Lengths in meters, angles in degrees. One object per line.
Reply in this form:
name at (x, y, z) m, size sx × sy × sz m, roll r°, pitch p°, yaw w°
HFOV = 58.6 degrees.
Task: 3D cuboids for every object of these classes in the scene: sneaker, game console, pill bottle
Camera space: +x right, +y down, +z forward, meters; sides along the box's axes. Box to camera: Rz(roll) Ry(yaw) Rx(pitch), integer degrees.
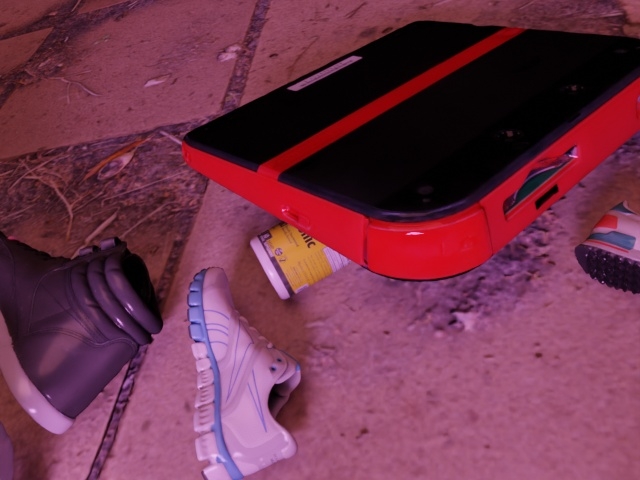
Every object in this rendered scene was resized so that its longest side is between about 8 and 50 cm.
sneaker at (-0.260, 0.040, 0.574) m, size 0.147 × 0.104 × 0.296 m, roll -38°, pitch 52°, yaw -16°
sneaker at (-0.060, 0.098, 0.466) m, size 0.083 × 0.071 × 0.190 m, roll -16°, pitch 53°, yaw -1°
game console at (0.101, -0.125, 0.566) m, size 0.387 × 0.060 × 0.342 m, roll -34°, pitch 39°, yaw -28°
pill bottle at (0.000, 0.000, 0.526) m, size 0.116 × 0.065 × 0.065 m, roll -29°, pitch 45°, yaw -6°
sneaker at (0.274, 0.013, 0.406) m, size 0.161 × 0.057 × 0.075 m, roll 25°, pitch 68°, yaw 40°

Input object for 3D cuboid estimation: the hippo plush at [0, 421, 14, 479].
hippo plush at (-0.337, 0.229, 0.396) m, size 0.237 × 0.234 × 0.294 m, roll -16°, pitch 0°, yaw -16°
